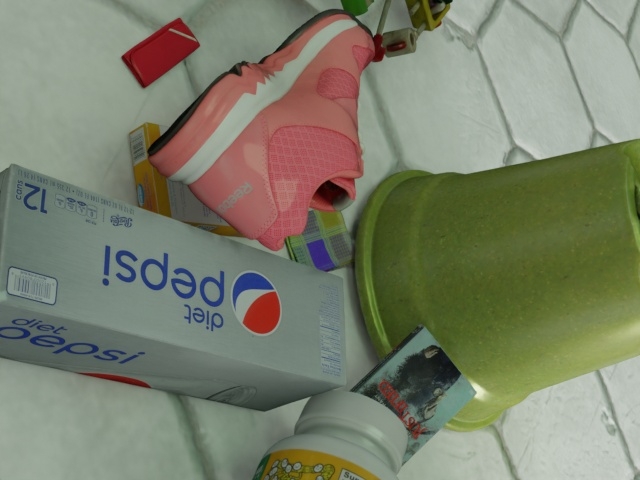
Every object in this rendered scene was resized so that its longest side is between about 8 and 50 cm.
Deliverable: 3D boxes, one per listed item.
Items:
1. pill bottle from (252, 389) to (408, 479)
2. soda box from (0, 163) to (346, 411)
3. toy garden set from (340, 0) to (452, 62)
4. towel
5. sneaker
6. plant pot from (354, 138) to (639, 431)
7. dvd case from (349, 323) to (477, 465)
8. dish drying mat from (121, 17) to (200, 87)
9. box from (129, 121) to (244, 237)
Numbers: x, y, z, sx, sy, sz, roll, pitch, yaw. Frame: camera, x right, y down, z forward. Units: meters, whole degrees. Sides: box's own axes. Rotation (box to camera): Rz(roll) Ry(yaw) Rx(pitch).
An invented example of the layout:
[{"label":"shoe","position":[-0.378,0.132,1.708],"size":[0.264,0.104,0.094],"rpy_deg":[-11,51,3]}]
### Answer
[{"label":"pill bottle","position":[-0.005,0.216,0.683],"size":[0.117,0.118,0.208],"rpy_deg":[47,45,-23]},{"label":"soda box","position":[-0.113,0.046,0.654],"size":[0.286,0.098,0.091],"rpy_deg":[21,57,-42]},{"label":"toy garden set","position":[0.082,-0.288,0.991],"size":[0.244,0.049,0.203],"rpy_deg":[-61,138,-50]},{"label":"towel","position":[0.000,0.000,0.868],"size":[0.083,0.009,0.060],"rpy_deg":[-13,84,-50]},{"label":"sneaker","position":[-0.016,-0.087,0.777],"size":[0.136,0.116,0.314],"rpy_deg":[49,35,-5]},{"label":"plant pot","position":[0.218,0.028,0.899],"size":[0.276,0.254,0.276],"rpy_deg":[23,59,-43]},{"label":"dvd case","position":[0.071,0.144,0.827],"size":[0.119,0.013,0.087],"rpy_deg":[-41,109,-8]},{"label":"dish drying mat","position":[-0.132,-0.159,0.794],"size":[0.032,0.008,0.083],"rpy_deg":[56,41,-16]},{"label":"box","position":[-0.091,-0.046,0.776],"size":[0.136,0.028,0.081],"rpy_deg":[7,68,-49]}]
